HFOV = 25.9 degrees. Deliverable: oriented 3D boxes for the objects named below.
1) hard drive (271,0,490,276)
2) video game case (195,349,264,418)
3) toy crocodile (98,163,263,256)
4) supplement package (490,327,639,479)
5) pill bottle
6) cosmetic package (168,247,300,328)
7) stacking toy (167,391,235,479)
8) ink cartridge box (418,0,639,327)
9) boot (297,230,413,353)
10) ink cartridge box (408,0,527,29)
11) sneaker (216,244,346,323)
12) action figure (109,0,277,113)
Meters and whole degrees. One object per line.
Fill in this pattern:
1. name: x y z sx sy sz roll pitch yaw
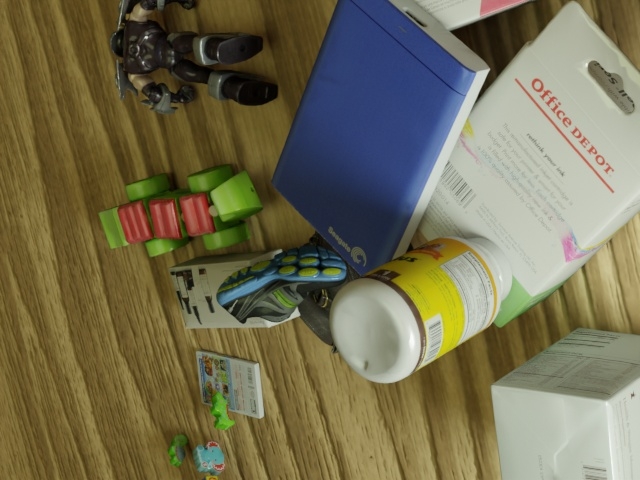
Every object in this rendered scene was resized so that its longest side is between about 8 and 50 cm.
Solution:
1. hard drive: 0.060 -0.129 1.629 0.210 0.040 0.318 46 133 28
2. video game case: -0.137 0.215 2.096 0.122 0.011 0.087 9 112 38
3. toy crocodile: -0.208 -0.038 2.001 0.341 0.105 0.115 -7 101 42
4. supplement package: 0.316 0.226 1.580 0.149 0.203 0.194 4 109 39
5. pill bottle: 0.117 0.067 1.524 0.117 0.215 0.117 18 118 37
6. cosmetic package: -0.126 0.071 1.964 0.239 0.060 0.098 -7 103 57
7. stacking toy: -0.157 0.364 2.111 0.167 0.052 0.221 -45 54 44
8. ink cartridge box: 0.266 -0.091 1.563 0.207 0.119 0.353 52 133 14
9. boot: 0.000 0.000 1.853 0.229 0.091 0.263 -45 68 49
10. ink cartridge box: 0.167 -0.391 1.542 0.207 0.117 0.283 -14 97 43
11. sneaker: -0.044 0.061 1.807 0.188 0.067 0.078 -18 122 27
12. action figure: -0.195 -0.256 1.924 0.285 0.099 0.185 20 125 39
